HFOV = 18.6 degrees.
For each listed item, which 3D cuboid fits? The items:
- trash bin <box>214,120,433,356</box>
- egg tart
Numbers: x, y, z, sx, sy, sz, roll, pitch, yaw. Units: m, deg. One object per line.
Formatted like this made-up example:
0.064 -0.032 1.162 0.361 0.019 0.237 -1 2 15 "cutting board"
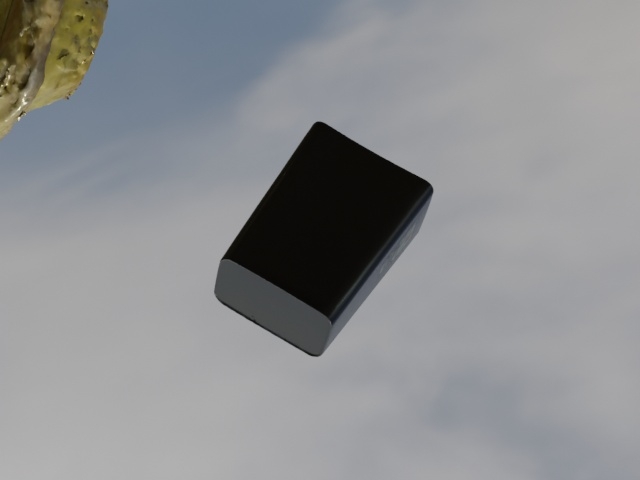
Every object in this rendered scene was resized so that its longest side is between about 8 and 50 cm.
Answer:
0.000 0.000 2.252 0.165 0.115 0.225 31 -125 9 "trash bin"
-0.266 -0.208 1.664 0.118 0.288 0.288 4 -175 -34 "egg tart"
